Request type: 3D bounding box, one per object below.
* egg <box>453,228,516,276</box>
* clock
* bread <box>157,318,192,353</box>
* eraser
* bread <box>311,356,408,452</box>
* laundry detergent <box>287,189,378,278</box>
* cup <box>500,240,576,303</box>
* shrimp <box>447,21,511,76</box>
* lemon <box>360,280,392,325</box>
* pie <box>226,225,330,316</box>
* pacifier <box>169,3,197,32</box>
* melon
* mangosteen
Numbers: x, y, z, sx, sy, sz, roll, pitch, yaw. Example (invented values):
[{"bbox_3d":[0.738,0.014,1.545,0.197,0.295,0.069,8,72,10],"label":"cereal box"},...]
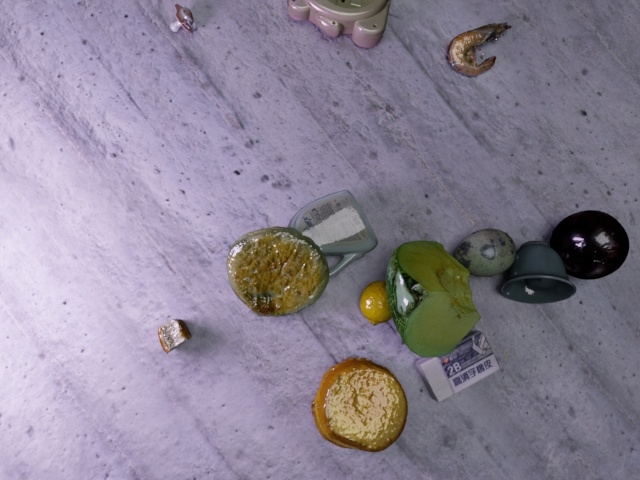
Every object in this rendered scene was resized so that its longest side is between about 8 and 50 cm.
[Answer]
[{"bbox_3d":[0.480,0.039,1.344,0.182,0.141,0.141,-16,85,-6],"label":"egg"},{"bbox_3d":[0.066,-0.764,1.411,0.310,0.114,0.283,12,83,-4],"label":"clock"},{"bbox_3d":[-0.392,0.252,1.223,0.077,0.083,0.070,-31,84,-11],"label":"bread"},{"bbox_3d":[0.395,0.361,1.326,0.210,0.068,0.124,-25,89,-10],"label":"eraser"},{"bbox_3d":[0.112,0.440,1.239,0.269,0.145,0.267,2,79,-9],"label":"bread"},{"bbox_3d":[0.000,0.000,1.299,0.281,0.105,0.214,-30,89,-11],"label":"laundry detergent"},{"bbox_3d":[0.636,0.083,1.356,0.199,0.199,0.149,13,63,-6],"label":"cup"},{"bbox_3d":[0.526,-0.625,1.490,0.251,0.052,0.143,-29,98,-3],"label":"shrimp"},{"bbox_3d":[0.165,0.175,1.298,0.109,0.109,0.132,17,89,-5],"label":"lemon"},{"bbox_3d":[-0.116,0.083,1.238,0.278,0.078,0.276,0,111,-1],"label":"pie"},{"bbox_3d":[-0.409,-0.642,1.356,0.078,0.082,0.099,-27,59,21],"label":"pacifier"},{"bbox_3d":[0.277,0.138,1.192,0.344,0.226,0.330,14,77,-42],"label":"melon"},{"bbox_3d":[0.816,0.003,1.379,0.250,0.211,0.211,-24,86,-36],"label":"mangosteen"}]
